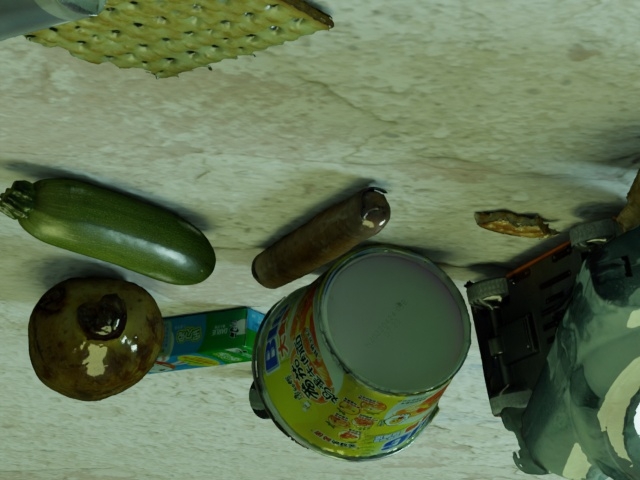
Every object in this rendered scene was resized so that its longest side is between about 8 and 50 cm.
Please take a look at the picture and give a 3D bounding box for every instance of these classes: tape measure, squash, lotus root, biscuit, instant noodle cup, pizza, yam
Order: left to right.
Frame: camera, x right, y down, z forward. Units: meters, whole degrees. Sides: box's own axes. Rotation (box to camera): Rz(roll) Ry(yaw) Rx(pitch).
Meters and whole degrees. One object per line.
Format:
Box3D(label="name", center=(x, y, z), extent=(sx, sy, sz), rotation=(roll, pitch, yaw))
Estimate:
Box3D(label="lotus root", center=(-0.238, 0.102, 1.953), extent=(0.145, 0.128, 0.260), rotation=(-8, 171, -12))
Box3D(label="squash", center=(-0.183, -0.009, 1.681), extent=(0.069, 0.069, 0.258), rotation=(-11, 159, 39))
Box3D(label="biscuit", center=(-0.104, -0.150, 1.275), extent=(0.203, 0.016, 0.144), rotation=(-11, 158, 37))
Box3D(label="yam", center=(0.000, 0.000, 1.715), extent=(0.046, 0.046, 0.264), rotation=(9, 164, -21))
Box3D(label="instant noodle cup", center=(0.050, 0.101, 1.825), extent=(0.205, 0.205, 0.153), rotation=(8, 152, -17))
Box3D(label="pizza", center=(0.181, -0.015, 1.690), extent=(0.083, 0.016, 0.037), rotation=(9, 164, -9))
Box3D(label="tape measure", center=(0.310, 0.090, 1.502), extent=(0.275, 0.147, 0.256), rotation=(5, 132, -12))

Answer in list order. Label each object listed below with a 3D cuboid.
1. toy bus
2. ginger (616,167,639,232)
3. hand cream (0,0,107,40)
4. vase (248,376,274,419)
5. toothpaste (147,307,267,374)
Box3D(label="toy bus", center=(0.265, 0.075, 1.767), extent=(0.153, 0.143, 0.329), rotation=(-5, 166, -22))
Box3D(label="ginger", center=(0.305, -0.023, 1.549), extent=(0.096, 0.067, 0.165), rotation=(-29, 152, 18))
Box3D(label="hand cream", center=(-0.251, -0.151, 1.240), extent=(0.255, 0.048, 0.079), rotation=(-9, 161, 37))
Box3D(label="vase", center=(0.008, 0.191, 2.328), extent=(0.211, 0.060, 0.060), rotation=(-8, 160, 36))
Box3D(label="toothpaste", center=(-0.175, 0.121, 2.141), extent=(0.267, 0.050, 0.065), rotation=(-9, 157, 33))
